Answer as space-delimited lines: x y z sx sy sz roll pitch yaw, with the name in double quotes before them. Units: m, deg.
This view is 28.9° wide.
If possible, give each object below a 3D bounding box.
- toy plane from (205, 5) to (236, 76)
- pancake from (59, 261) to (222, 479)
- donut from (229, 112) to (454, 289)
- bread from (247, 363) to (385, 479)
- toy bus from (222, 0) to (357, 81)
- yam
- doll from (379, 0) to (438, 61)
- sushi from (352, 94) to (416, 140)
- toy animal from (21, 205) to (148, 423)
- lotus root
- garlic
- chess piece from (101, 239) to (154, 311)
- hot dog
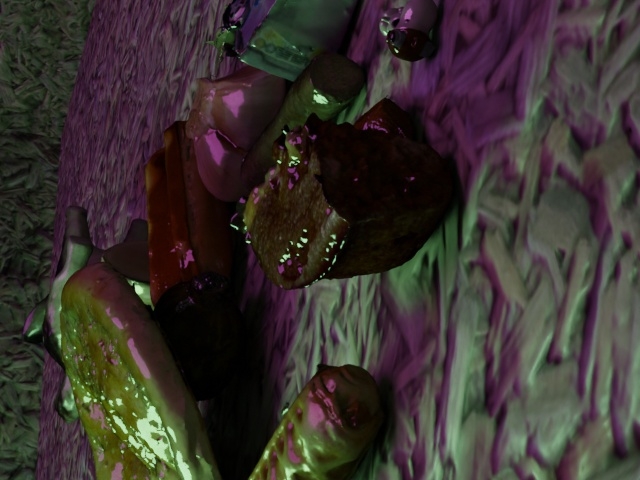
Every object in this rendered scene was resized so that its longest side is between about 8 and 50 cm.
"toy plane" -0.132 -0.280 1.722 0.111 0.040 0.102 172 105 -71
"pancake" -0.208 0.209 1.405 0.387 0.082 0.387 44 145 42
"donut" 0.017 -0.019 0.976 0.187 0.126 0.144 113 147 -52
"bread" -0.032 0.234 1.086 0.367 0.077 0.084 117 152 -43
"toy bus" -0.032 -0.307 1.322 0.138 0.112 0.317 -54 31 35
"yam" -0.026 -0.114 1.277 0.274 0.061 0.061 135 141 -64
"doll" 0.069 -0.174 1.031 0.085 0.040 0.058 -6 63 68
"sushi" 0.054 -0.089 1.028 0.050 0.047 0.099 -46 8 -3
"toy animal" -0.390 0.123 2.089 0.344 0.194 0.303 -124 51 -73
"lotus root" -0.144 0.112 1.434 0.209 0.120 0.120 108 162 -44
"garlic" -0.091 -0.129 1.447 0.124 0.099 0.175 45 127 54
"chess piece" -0.260 0.142 1.778 0.143 0.142 0.261 -117 36 -62
"hot dog" -0.165 -0.035 1.611 0.135 0.100 0.337 -59 27 33
